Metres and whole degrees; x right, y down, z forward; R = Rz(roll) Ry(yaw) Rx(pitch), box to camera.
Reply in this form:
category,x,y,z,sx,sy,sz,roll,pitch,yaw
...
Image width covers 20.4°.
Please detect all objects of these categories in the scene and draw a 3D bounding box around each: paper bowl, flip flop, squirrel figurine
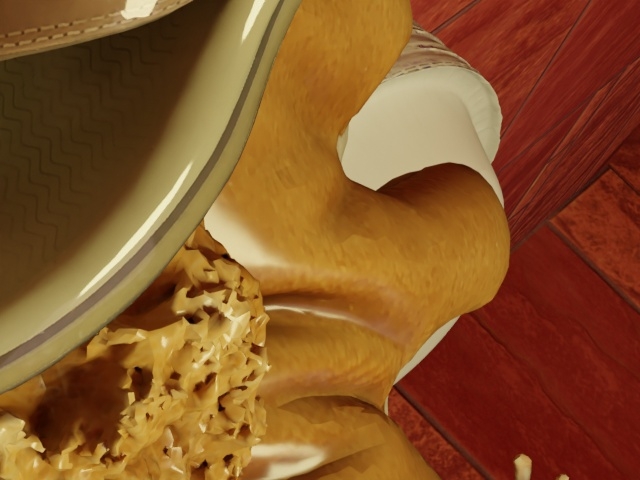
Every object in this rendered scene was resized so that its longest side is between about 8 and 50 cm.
category,x,y,z,sx,sy,sz,roll,pitch,yaw
paper bowl,0.000,0.000,1.099,0.284,0.148,0.284,-37,153,-23
flip flop,-0.040,-0.081,0.389,0.277,0.112,0.080,-48,141,5
squirrel figurine,-0.073,0.048,0.665,0.281,0.370,0.397,-18,170,28
